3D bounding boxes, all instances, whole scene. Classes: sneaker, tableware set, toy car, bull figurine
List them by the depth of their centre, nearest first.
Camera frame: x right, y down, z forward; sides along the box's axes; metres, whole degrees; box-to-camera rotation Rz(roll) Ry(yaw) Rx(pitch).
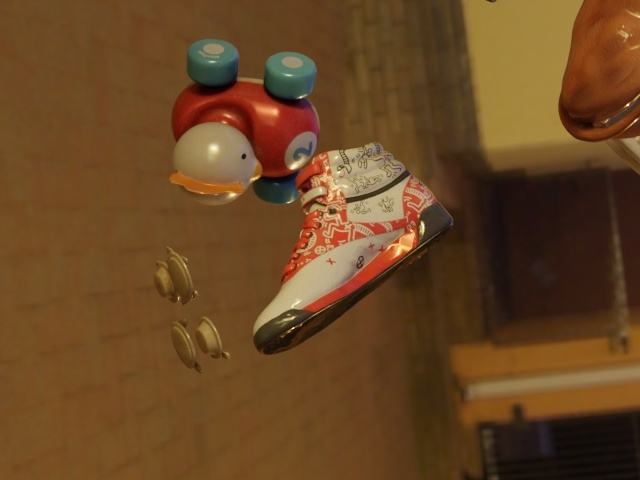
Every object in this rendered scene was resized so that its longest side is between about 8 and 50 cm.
[{"bbox_3d":[0.268,-0.215,1.085,0.101,0.188,0.310,20,81,-48],"label":"bull figurine"},{"bbox_3d":[0.000,0.000,1.561,0.145,0.270,0.090,50,-26,11],"label":"sneaker"},{"bbox_3d":[-0.167,0.087,1.838,0.141,0.020,0.169,-7,-78,65],"label":"tableware set"},{"bbox_3d":[-0.117,-0.117,2.019,0.238,0.210,0.219,-76,175,-53],"label":"toy car"}]

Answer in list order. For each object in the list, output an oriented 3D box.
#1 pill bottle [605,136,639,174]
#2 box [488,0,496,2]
[{"bbox_3d":[0.423,-0.168,1.737,0.112,0.187,0.112,45,3,-3],"label":"pill bottle"},{"bbox_3d":[0.196,-0.431,1.480,0.179,0.343,0.312,47,2,-21],"label":"box"}]
